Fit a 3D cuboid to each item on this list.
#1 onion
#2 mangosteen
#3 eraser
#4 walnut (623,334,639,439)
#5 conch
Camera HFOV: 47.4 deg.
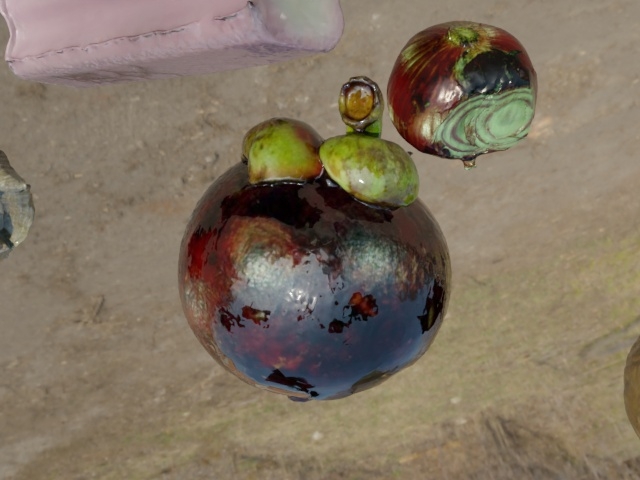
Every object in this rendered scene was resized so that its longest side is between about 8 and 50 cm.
[{"bbox_3d":[0.110,-0.121,0.584,0.117,0.118,0.118,-8,152,-17],"label":"onion"},{"bbox_3d":[0.000,0.000,0.809,0.306,0.306,0.359,3,102,-36],"label":"mangosteen"},{"bbox_3d":[-0.147,-0.289,0.656,0.359,0.272,0.122,3,-176,38],"label":"eraser"},{"bbox_3d":[0.588,0.214,0.991,0.333,0.332,0.333,-15,154,-8],"label":"walnut"},{"bbox_3d":[-0.437,-0.049,0.844,0.178,0.245,0.163,-33,177,-19],"label":"conch"}]
